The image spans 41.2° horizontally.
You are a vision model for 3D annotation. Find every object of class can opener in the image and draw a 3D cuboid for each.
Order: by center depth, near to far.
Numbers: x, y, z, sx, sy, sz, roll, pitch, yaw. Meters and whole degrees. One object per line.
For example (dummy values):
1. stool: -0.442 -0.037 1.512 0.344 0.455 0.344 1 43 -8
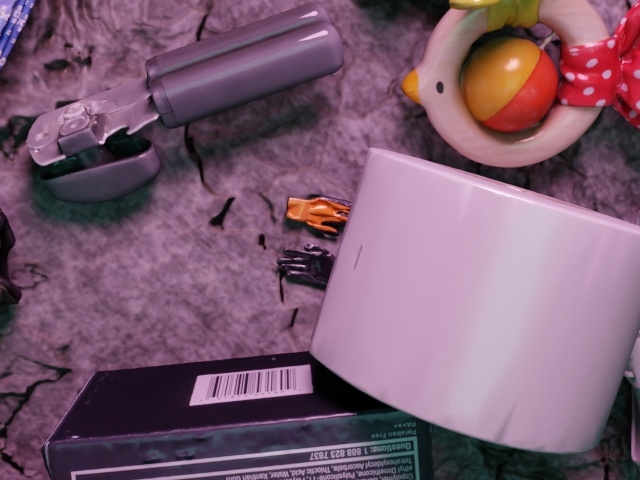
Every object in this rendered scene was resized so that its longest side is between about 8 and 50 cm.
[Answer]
1. can opener: -0.114 -0.114 0.740 0.283 0.076 0.095 -19 132 -1

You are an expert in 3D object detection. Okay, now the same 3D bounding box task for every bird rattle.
1. bird rattle: 0.188 -0.158 0.735 0.253 0.143 0.207 31 113 -25

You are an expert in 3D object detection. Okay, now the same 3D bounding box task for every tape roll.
1. tape roll: 0.130 0.038 0.680 0.246 0.246 0.169 17 98 -6

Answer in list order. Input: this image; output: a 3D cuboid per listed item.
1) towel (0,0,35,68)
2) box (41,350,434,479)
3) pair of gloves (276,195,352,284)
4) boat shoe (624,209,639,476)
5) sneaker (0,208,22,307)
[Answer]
1. towel: -0.386 -0.151 0.679 0.243 0.040 0.336 25 86 1
2. box: -0.052 0.262 0.737 0.296 0.183 0.294 -5 99 -2
3. pair of gloves: 0.000 0.000 0.784 0.074 0.010 0.083 9 102 -6
4. boat shoe: 0.307 0.096 0.786 0.084 0.095 0.258 8 88 -1
5. sneaker: -0.351 0.051 0.732 0.130 0.087 0.227 42 89 -3
